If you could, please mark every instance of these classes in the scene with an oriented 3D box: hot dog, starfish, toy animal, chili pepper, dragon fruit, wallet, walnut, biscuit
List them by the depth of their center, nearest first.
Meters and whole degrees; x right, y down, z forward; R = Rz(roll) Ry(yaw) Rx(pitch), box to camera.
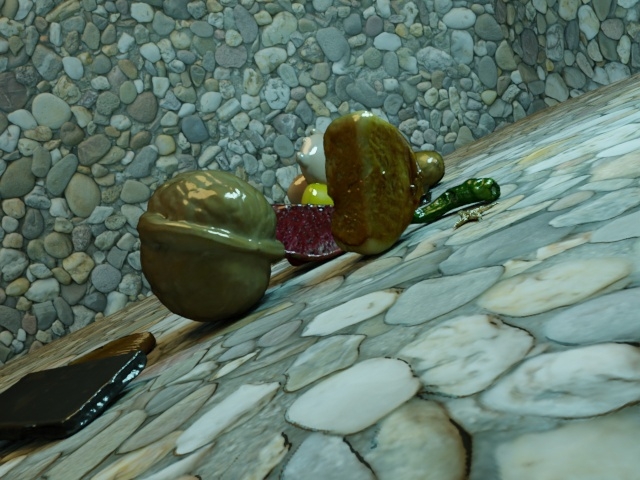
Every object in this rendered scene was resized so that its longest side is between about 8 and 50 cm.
[{"bbox_3d":[-0.417,0.243,0.775,0.310,0.042,0.165,-15,19,28],"label":"wallet"},{"bbox_3d":[0.247,-0.041,0.836,0.086,0.016,0.092,-24,11,-8],"label":"starfish"},{"bbox_3d":[0.100,-0.107,0.939,0.153,0.256,0.150,-13,10,-41],"label":"hot dog"},{"bbox_3d":[0.251,-0.075,0.961,0.182,0.050,0.073,-25,14,31],"label":"chili pepper"},{"bbox_3d":[-0.209,0.011,0.977,0.286,0.296,0.285,8,-5,1],"label":"walnut"},{"bbox_3d":[-0.486,0.268,1.016,0.318,0.040,0.318,-25,6,3],"label":"biscuit"},{"bbox_3d":[-0.027,-0.001,1.185,0.262,0.134,0.211,1,-11,1],"label":"dragon fruit"},{"bbox_3d":[0.252,-0.111,1.387,0.110,0.031,0.198,-22,7,18],"label":"wallet"},{"bbox_3d":[0.325,-0.225,1.651,0.137,0.137,0.245,-27,5,-17],"label":"walnut"},{"bbox_3d":[-0.018,-0.176,1.743,0.247,0.345,0.277,-9,33,52],"label":"toy animal"}]
